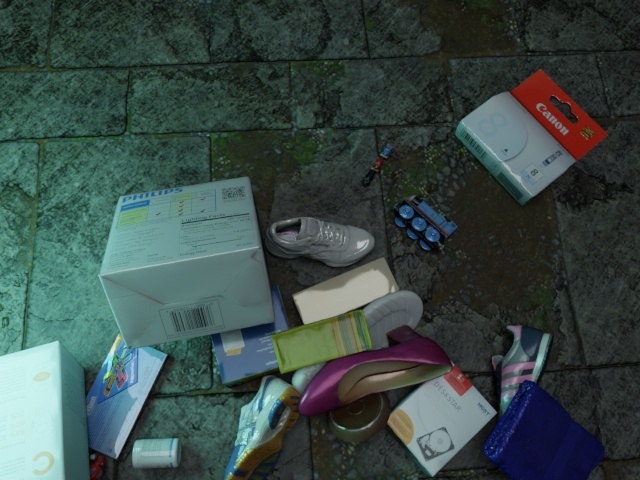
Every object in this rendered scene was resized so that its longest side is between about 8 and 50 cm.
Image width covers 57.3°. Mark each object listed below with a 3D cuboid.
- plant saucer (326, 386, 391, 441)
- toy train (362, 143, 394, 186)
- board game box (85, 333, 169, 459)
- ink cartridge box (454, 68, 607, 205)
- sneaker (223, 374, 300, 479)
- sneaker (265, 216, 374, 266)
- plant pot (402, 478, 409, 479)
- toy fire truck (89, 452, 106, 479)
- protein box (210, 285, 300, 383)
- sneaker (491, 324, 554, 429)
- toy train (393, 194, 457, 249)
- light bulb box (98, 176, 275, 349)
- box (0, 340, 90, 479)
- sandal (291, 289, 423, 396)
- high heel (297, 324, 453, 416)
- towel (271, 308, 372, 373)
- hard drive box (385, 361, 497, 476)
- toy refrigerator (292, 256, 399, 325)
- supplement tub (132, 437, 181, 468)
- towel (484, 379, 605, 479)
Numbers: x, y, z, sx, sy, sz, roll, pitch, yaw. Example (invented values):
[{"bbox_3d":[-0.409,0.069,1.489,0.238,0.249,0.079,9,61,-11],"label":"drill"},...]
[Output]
[{"bbox_3d":[0.092,0.425,1.475,0.168,0.029,0.168,-15,36,11],"label":"plant saucer"},{"bbox_3d":[0.171,-0.228,1.737,0.027,0.036,0.158,32,73,8],"label":"toy train"},{"bbox_3d":[-0.519,0.399,1.509,0.145,0.027,0.281,22,73,3],"label":"board game box"},{"bbox_3d":[0.649,-0.335,1.767,0.385,0.091,0.308,-37,78,-12],"label":"ink cartridge box"},{"bbox_3d":[-0.158,0.481,1.471,0.131,0.112,0.296,29,86,49],"label":"sneaker"},{"bbox_3d":[0.000,0.000,1.597,0.305,0.152,0.114,1,70,-4],"label":"sneaker"},{"bbox_3d":[0.166,0.728,1.310,0.235,0.293,0.293,-32,76,4],"label":"plant pot"},{"bbox_3d":[-0.630,0.581,1.412,0.192,0.047,0.135,6,52,-2],"label":"toy fire truck"},{"bbox_3d":[-0.175,0.251,1.515,0.199,0.136,0.201,-16,73,-8],"label":"protein box"},{"bbox_3d":[0.499,0.373,1.539,0.131,0.112,0.319,20,73,29],"label":"sneaker"},{"bbox_3d":[0.294,-0.054,1.669,0.184,0.080,0.105,44,66,13],"label":"toy train"},{"bbox_3d":[-0.315,0.039,1.445,0.358,0.225,0.361,-9,33,-5],"label":"light bulb box"},{"bbox_3d":[-0.677,0.445,1.364,0.215,0.168,0.345,-14,55,-7],"label":"box"},{"bbox_3d":[0.086,0.253,1.540,0.416,0.169,0.102,-34,36,-14],"label":"sandal"},{"bbox_3d":[0.132,0.343,1.427,0.377,0.127,0.181,-32,34,-16],"label":"high heel"},{"bbox_3d":[0.005,0.247,1.438,0.237,0.021,0.102,-15,77,-6],"label":"towel"},{"bbox_3d":[0.297,0.449,1.497,0.232,0.089,0.181,-40,79,-14],"label":"hard drive box"},{"bbox_3d":[0.066,0.150,1.582,0.269,0.094,0.102,-23,75,-8],"label":"toy refrigerator"},{"bbox_3d":[-0.404,0.527,1.450,0.107,0.071,0.071,0,72,-3],"label":"supplement tub"},{"bbox_3d":[0.549,0.517,1.441,0.308,0.076,0.228,43,70,-17],"label":"towel"}]
